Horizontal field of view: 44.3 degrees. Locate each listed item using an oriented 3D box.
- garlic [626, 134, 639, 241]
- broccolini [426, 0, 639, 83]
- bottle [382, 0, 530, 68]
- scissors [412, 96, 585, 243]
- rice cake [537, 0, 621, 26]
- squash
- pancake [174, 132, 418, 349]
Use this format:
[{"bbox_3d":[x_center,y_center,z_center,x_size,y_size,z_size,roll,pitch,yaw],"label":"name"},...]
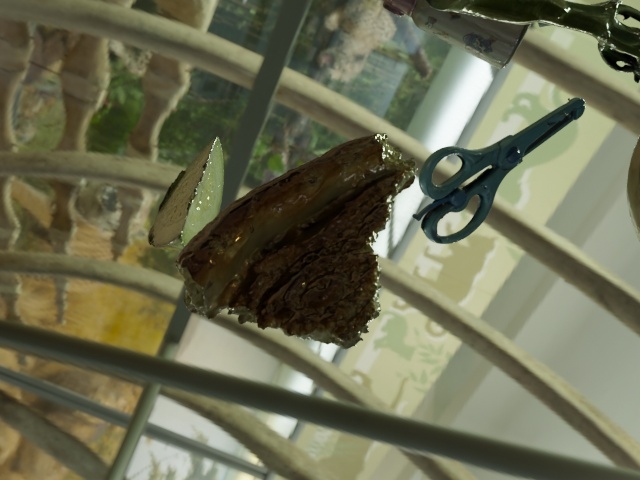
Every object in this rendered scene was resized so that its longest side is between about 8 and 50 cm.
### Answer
[{"bbox_3d":[0.271,-0.064,0.526,0.207,0.115,0.128,-67,-157,8],"label":"garlic"},{"bbox_3d":[0.260,-0.195,0.758,0.074,0.392,0.079,31,-63,48],"label":"broccolini"},{"bbox_3d":[0.201,-0.358,1.195,0.110,0.233,0.110,-63,177,-5],"label":"bottle"},{"bbox_3d":[0.318,-0.138,1.361,0.393,0.180,0.032,-33,-144,-16],"label":"scissors"},{"bbox_3d":[0.374,-0.330,1.140,0.121,0.021,0.022,1,-138,37],"label":"rice cake"},{"bbox_3d":[-0.277,-0.065,1.493,0.204,0.155,0.237,84,20,-57],"label":"squash"},{"bbox_3d":[0.000,0.000,0.700,0.266,0.057,0.244,-30,-145,-7],"label":"pancake"}]
